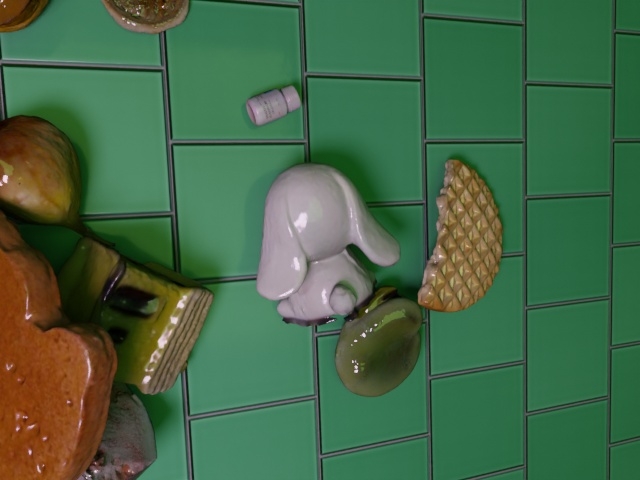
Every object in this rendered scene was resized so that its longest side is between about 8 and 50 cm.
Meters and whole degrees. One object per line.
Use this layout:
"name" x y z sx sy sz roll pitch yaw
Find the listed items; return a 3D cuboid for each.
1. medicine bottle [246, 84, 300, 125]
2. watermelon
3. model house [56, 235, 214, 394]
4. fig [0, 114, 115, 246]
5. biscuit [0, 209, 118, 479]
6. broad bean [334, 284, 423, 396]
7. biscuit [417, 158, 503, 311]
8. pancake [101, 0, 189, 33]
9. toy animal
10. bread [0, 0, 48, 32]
"medicine bottle" -0.084 -0.243 0.917 0.089 0.052 0.052 -25 102 -15
"watermelon" -0.408 0.274 0.783 0.305 0.180 0.224 46 61 11
"model house" -0.298 0.126 0.831 0.234 0.175 0.193 30 81 -50
"fig" -0.416 -0.071 0.792 0.159 0.159 0.257 -45 128 -10
"biscuit" -0.467 0.145 0.696 0.455 0.078 0.349 45 104 13
"broad bean" 0.114 0.199 0.997 0.170 0.100 0.227 4 94 -11
"biscuit" 0.300 0.005 1.039 0.205 0.040 0.308 22 75 -32
"pancake" -0.291 -0.421 0.849 0.152 0.025 0.151 -1 94 -17
"toy animal" -0.007 0.018 0.900 0.249 0.174 0.289 -43 107 -12
"bread" -0.474 -0.431 0.718 0.196 0.143 0.269 12 97 -14
